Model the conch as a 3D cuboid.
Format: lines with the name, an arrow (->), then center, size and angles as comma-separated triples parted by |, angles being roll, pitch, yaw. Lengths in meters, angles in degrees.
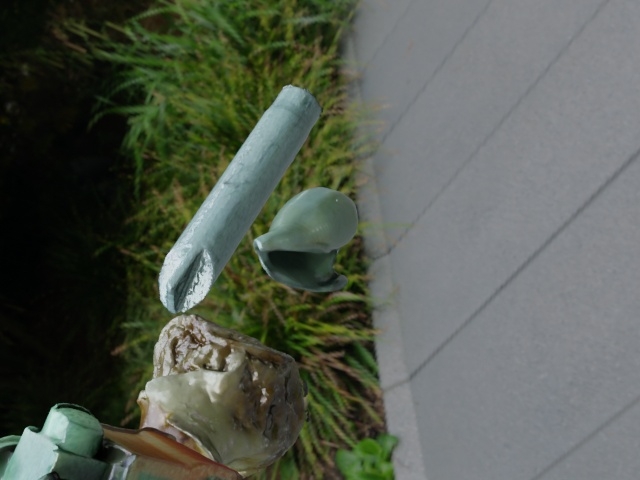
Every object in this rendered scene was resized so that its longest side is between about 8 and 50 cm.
conch -> -0.006, -0.003, 0.800 | 0.065, 0.180, 0.088 | 9, 112, 28

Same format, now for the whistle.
whistle -> -0.090, -0.052, 1.007 | 0.062, 0.062, 0.312 | -31, 24, 56

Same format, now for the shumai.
shumai -> -0.085, 0.137, 0.702 | 0.145, 0.146, 0.116 | -62, -5, 15

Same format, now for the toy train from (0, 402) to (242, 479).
toy train -> -0.118, 0.166, 0.401 | 0.074, 0.118, 0.175 | 11, 78, 45
